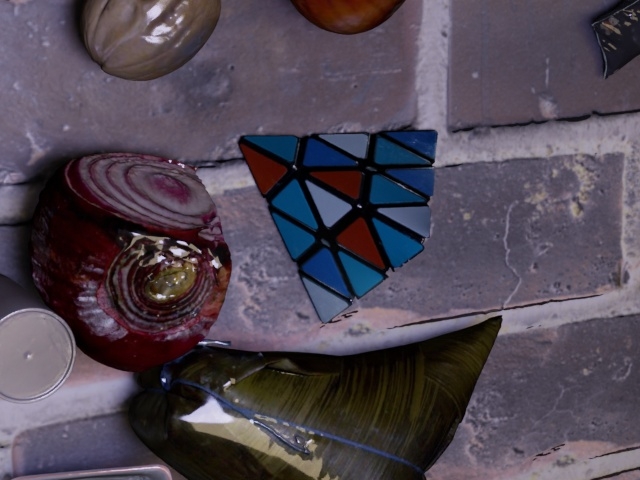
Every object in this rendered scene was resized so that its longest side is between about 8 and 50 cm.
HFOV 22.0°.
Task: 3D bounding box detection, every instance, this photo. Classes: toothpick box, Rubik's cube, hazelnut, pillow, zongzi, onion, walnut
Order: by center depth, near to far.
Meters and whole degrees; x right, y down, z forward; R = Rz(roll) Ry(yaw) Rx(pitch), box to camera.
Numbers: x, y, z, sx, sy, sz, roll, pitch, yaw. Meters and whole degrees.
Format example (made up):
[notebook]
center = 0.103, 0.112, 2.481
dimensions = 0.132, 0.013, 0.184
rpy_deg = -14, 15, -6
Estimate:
[toothpick box]
center = -0.348, 0.103, 1.800
dimensions = 0.111, 0.181, 0.111
rpy_deg = -7, 106, -28
[walnut]
center = -0.189, -0.254, 1.817
dimensions = 0.162, 0.140, 0.140
rpy_deg = -46, 120, -21
[onion]
center = -0.227, 0.025, 1.837
dimensions = 0.207, 0.216, 0.206
rpy_deg = 10, 114, -19
[hazelnut]
center = 0.036, -0.345, 1.905
dimensions = 0.181, 0.181, 0.212
rpy_deg = 25, 90, -3
[zongzi]
center = 0.008, 0.165, 2.026
dimensions = 0.403, 0.208, 0.432
rpy_deg = 41, 68, -23
[Rubik's cube]
center = 0.000, 0.000, 2.027
dimensions = 0.250, 0.284, 0.234
rpy_deg = 12, 122, -6
[pillow]
center = 0.423, -0.289, 2.190
dimensions = 0.150, 0.048, 0.090
rpy_deg = -37, 115, -18

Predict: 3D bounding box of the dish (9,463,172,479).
[dish]
center = -0.291, 0.334, 1.952
dimensions = 0.234, 0.064, 0.154
rpy_deg = -3, 106, -11
